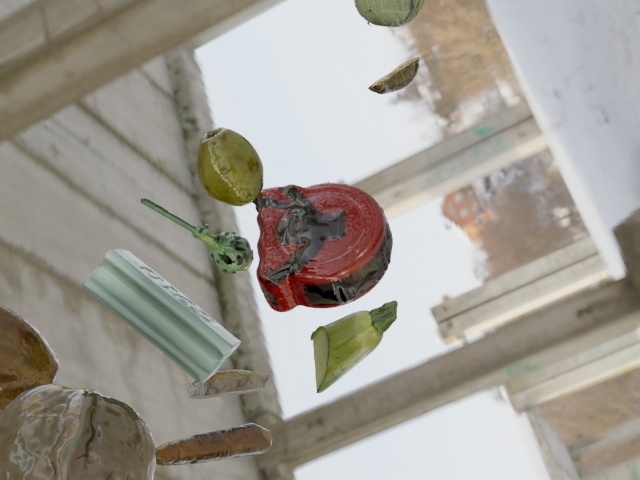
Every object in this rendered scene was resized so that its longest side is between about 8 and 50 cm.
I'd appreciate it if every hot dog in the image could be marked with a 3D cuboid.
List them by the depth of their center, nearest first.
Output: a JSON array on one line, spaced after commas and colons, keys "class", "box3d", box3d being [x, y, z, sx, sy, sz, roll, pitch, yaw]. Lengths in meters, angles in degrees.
[{"class": "hot dog", "box3d": [-0.188, 0.292, 2.135, 0.192, 0.099, 0.053, -3, -100, -37]}]

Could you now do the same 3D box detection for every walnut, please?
[{"class": "walnut", "box3d": [-0.368, 0.326, 1.529, 0.248, 0.248, 0.248, 58, -164, -26]}]

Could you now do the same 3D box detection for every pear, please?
[{"class": "pear", "box3d": [-0.144, -0.114, 1.634, 0.131, 0.107, 0.107, 54, -163, -17]}]

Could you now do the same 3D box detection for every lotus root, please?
[{"class": "lotus root", "box3d": [-0.563, 0.224, 1.865, 0.180, 0.188, 0.199, 27, 167, -9]}]

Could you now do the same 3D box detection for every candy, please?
[{"class": "candy", "box3d": [-0.246, -0.018, 2.070, 0.305, 0.083, 0.091, 34, -167, -41]}]

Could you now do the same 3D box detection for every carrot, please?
[{"class": "carrot", "box3d": [-0.209, 0.392, 1.995, 0.314, 0.066, 0.066, 5, -121, -51]}]

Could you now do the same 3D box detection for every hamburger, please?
[{"class": "hamburger", "box3d": [0.135, -0.485, 2.061, 0.140, 0.133, 0.062, 23, -143, 4]}]

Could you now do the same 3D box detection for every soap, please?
[{"class": "soap", "box3d": [-0.271, 0.128, 1.798, 0.265, 0.087, 0.160, 39, 180, 2]}]

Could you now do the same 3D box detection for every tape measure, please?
[{"class": "tape measure", "box3d": [0.000, 0.000, 1.869, 0.114, 0.260, 0.253, 70, -165, -49]}]

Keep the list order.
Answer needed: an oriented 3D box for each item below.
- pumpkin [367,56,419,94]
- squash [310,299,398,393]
[{"class": "pumpkin", "box3d": [0.103, -0.216, 1.402, 0.028, 0.083, 0.050, 63, 170, -13]}, {"class": "squash", "box3d": [0.039, 0.144, 1.517, 0.075, 0.200, 0.090, 30, -138, -19]}]
